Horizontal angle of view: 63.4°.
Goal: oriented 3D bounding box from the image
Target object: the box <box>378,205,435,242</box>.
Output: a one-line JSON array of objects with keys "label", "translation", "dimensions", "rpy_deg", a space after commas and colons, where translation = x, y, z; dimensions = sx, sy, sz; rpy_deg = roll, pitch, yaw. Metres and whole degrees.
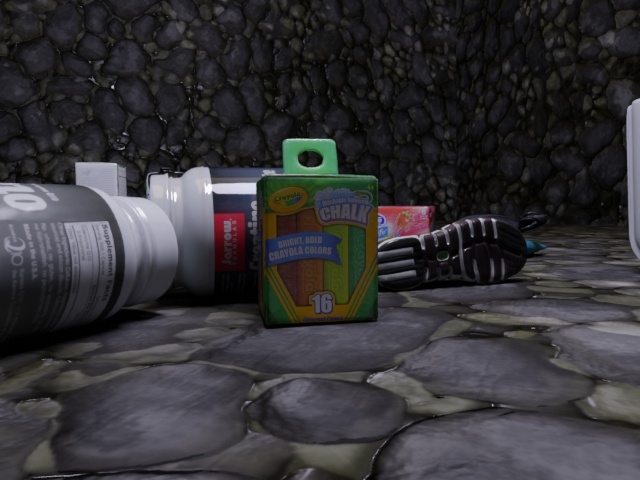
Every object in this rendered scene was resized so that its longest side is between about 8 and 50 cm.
[{"label": "box", "translation": [0.133, -0.016, 1.206], "dimensions": [0.257, 0.128, 0.123], "rpy_deg": [1, 4, 19]}]

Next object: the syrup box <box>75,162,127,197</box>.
[{"label": "syrup box", "translation": [-0.509, -0.059, 1.214], "dimensions": [0.096, 0.236, 0.093], "rpy_deg": [0, 3, -7]}]

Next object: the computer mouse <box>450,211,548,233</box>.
[{"label": "computer mouse", "translation": [0.377, -0.019, 1.219], "dimensions": [0.272, 0.072, 0.188], "rpy_deg": [-9, -21, -30]}]

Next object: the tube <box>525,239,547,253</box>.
[{"label": "tube", "translation": [0.474, 0.018, 1.236], "dimensions": [0.080, 0.052, 0.207], "rpy_deg": [1, 0, 37]}]

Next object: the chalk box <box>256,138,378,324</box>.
[{"label": "chalk box", "translation": [-0.009, -0.017, 0.626], "dimensions": [0.133, 0.212, 0.132], "rpy_deg": [-2, 4, -10]}]

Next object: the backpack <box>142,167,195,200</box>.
[{"label": "backpack", "translation": [-0.399, -0.069, 1.513], "dimensions": [0.225, 0.191, 0.253], "rpy_deg": [-2, 43, -30]}]

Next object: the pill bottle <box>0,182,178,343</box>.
[{"label": "pill bottle", "translation": [-0.304, 0.020, 0.548], "dimensions": [0.161, 0.161, 0.283], "rpy_deg": [1, 5, 31]}]

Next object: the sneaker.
[{"label": "sneaker", "translation": [0.192, 0.019, 0.881], "dimensions": [0.282, 0.106, 0.162], "rpy_deg": [-3, 1, -17]}]

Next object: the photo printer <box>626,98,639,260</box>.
[{"label": "photo printer", "translation": [0.665, -0.096, 0.905], "dimensions": [0.256, 0.307, 0.107], "rpy_deg": [-5, 4, -16]}]

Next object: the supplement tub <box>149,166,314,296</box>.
[{"label": "supplement tub", "translation": [-0.109, -0.014, 0.778], "dimensions": [0.272, 0.191, 0.191], "rpy_deg": [-2, 4, -16]}]
